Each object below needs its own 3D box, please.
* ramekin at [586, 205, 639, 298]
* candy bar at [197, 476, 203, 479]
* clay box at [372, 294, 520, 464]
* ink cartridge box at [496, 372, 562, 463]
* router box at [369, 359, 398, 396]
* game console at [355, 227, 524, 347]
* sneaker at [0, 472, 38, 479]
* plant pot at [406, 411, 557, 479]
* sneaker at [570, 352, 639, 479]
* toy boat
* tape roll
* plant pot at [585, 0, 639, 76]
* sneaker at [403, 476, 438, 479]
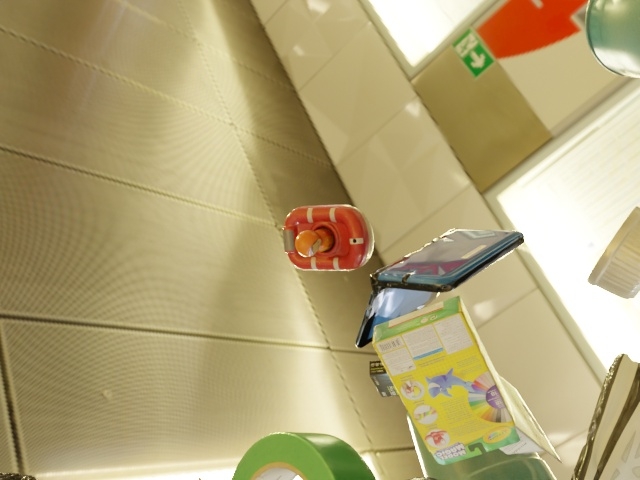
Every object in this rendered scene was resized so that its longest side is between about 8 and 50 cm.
[{"bbox_3d":[0.709,0.037,1.626,0.109,0.207,0.207,35,-160,21],"label":"ramekin"},{"bbox_3d":[-0.076,0.313,0.760,0.161,0.018,0.040,40,-151,-9],"label":"candy bar"},{"bbox_3d":[0.174,0.196,0.972,0.222,0.127,0.053,62,-163,-19],"label":"clay box"},{"bbox_3d":[0.324,0.305,1.288,0.232,0.066,0.189,45,-166,-39],"label":"ink cartridge box"},{"bbox_3d":[0.171,0.316,1.644,0.122,0.092,0.038,62,-155,-48],"label":"router box"},{"bbox_3d":[0.234,0.098,1.395,0.293,0.250,0.174,-26,-70,-42],"label":"game console"},{"bbox_3d":[-0.428,0.341,0.901,0.237,0.086,0.085,18,-167,-9],"label":"sneaker"},{"bbox_3d":[0.397,0.554,1.837,0.341,0.341,0.334,23,-145,-43],"label":"plant pot"},{"bbox_3d":[0.657,0.479,1.441,0.257,0.448,0.169,19,177,20],"label":"sneaker"},{"bbox_3d":[0.000,0.000,1.600,0.151,0.231,0.151,-18,-76,-58],"label":"toy boat"},{"bbox_3d":[-0.031,0.434,0.998,0.077,0.321,0.321,14,-138,-35],"label":"tape roll"},{"bbox_3d":[0.704,-0.427,1.381,0.271,0.272,0.255,37,-168,-25],"label":"plant pot"},{"bbox_3d":[0.136,0.598,1.589,0.112,0.318,0.131,66,-170,4],"label":"sneaker"}]
